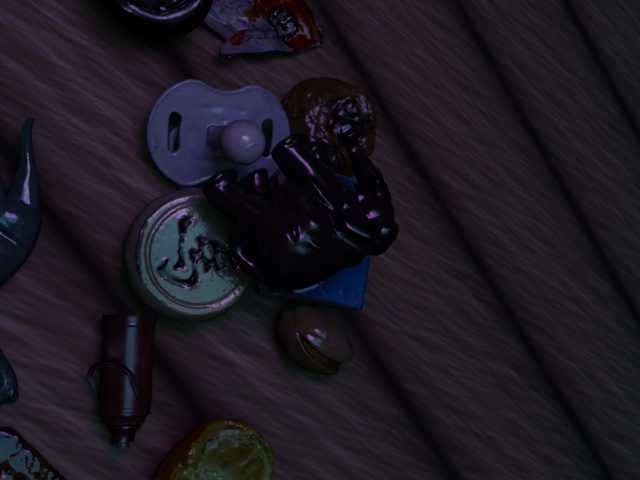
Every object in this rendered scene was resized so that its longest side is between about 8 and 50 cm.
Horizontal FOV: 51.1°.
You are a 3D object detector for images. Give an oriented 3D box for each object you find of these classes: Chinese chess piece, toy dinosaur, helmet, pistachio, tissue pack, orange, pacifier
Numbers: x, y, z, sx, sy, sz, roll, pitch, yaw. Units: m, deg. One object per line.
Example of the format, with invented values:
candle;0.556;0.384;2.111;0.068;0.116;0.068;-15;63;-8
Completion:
Chinese chess piece;-0.239;0.028;1.253;0.251;0.101;0.250;1;87;-25
toy dinosaur;-0.511;0.037;1.131;0.383;0.129;0.331;-50;117;-25
helmet;-0.312;-0.513;1.251;0.225;0.177;0.305;-20;83;-8
pistachio;-0.010;0.203;1.355;0.185;0.124;0.124;45;65;-31
tissue pack;0.000;0.000;1.369;0.209;0.137;0.269;15;77;-23
orange;-0.201;0.432;1.189;0.179;0.158;0.237;49;61;-21
pacifier;-0.175;-0.180;1.258;0.287;0.226;0.238;3;100;-26

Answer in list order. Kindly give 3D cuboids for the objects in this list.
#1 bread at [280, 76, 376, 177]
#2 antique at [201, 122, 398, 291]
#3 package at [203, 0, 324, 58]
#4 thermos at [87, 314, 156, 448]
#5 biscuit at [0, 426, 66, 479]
bread;0.024;-0.245;1.427;0.230;0.123;0.229;5;78;-26
antique;-0.020;-0.047;1.211;0.322;0.185;0.255;-30;78;-17
package;-0.131;-0.467;1.412;0.269;0.071;0.194;-32;101;-40
thermos;-0.340;0.248;1.184;0.124;0.099;0.231;14;74;-65
biscuit;-0.574;0.466;1.052;0.359;0.046;0.358;4;82;-27
